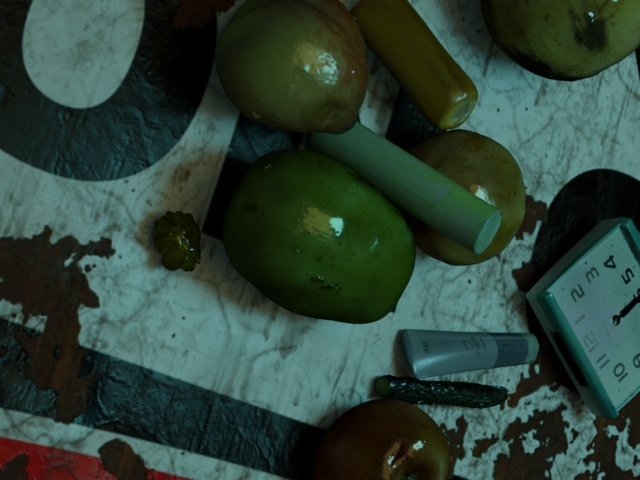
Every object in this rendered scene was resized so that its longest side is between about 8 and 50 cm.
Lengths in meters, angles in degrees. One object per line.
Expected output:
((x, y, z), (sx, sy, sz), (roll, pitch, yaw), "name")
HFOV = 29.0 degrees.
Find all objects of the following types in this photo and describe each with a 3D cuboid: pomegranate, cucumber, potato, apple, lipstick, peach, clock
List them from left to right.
((-0.032, -0.236, 1.696), (0.233, 0.232, 0.232), (1, 88, -33), "peach")
((0.000, -0.003, 1.712), (0.304, 0.216, 0.215), (24, 76, -40), "potato")
((0.095, 0.328, 1.787), (0.201, 0.162, 0.201), (2, 87, -35), "apple")
((0.114, -0.089, 1.753), (0.076, 0.304, 0.076), (-44, 154, -28), "lipstick")
((0.196, 0.237, 1.926), (0.257, 0.043, 0.044), (8, 89, -33), "cucumber")
((0.205, -0.065, 1.855), (0.207, 0.207, 0.207), (1, 88, -33), "pomegranate")
((0.396, -0.404, 1.919), (0.322, 0.322, 0.322), (1, 88, -33), "pomegranate")
((0.473, 0.127, 2.075), (0.231, 0.116, 0.262), (-39, 108, -22), "clock")

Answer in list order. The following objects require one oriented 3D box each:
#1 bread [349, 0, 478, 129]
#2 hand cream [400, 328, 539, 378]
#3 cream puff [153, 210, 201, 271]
((0.142, -0.273, 1.831), (0.093, 0.074, 0.239), (-30, 76, -33), "bread")
((0.236, 0.173, 1.948), (0.255, 0.048, 0.079), (0, 61, -32), "hand cream")
((-0.188, 0.002, 1.674), (0.083, 0.058, 0.083), (16, 78, -33), "cream puff")
